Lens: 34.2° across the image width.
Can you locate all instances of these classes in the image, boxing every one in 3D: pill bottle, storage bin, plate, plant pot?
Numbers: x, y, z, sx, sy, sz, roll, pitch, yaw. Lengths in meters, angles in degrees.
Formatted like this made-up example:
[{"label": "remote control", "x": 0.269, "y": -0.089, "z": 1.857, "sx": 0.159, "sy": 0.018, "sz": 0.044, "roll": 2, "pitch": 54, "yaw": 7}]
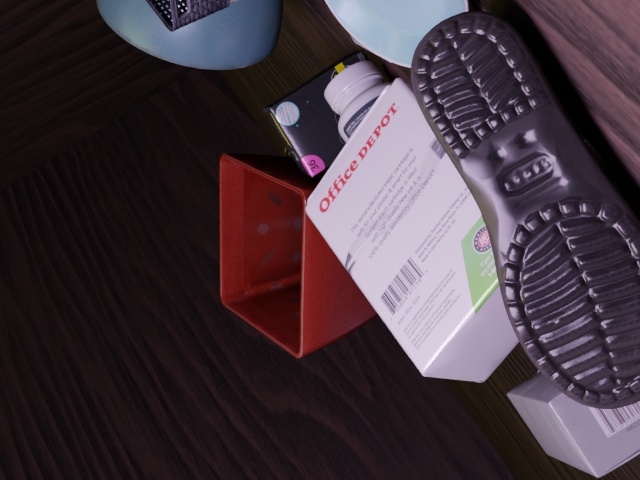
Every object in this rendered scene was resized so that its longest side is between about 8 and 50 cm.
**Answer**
[{"label": "pill bottle", "x": 0.087, "y": -0.147, "z": 1.388, "sx": 0.180, "sy": 0.108, "sz": 0.108, "roll": 56, "pitch": 176, "yaw": 16}, {"label": "storage bin", "x": -0.193, "y": -0.363, "z": 1.279, "sx": 0.180, "sy": 0.084, "sz": 0.122, "roll": 53, "pitch": 160, "yaw": 25}, {"label": "plate", "x": 0.066, "y": -0.247, "z": 0.977, "sx": 0.188, "sy": 0.024, "sz": 0.188, "roll": 34, "pitch": 151, "yaw": 22}, {"label": "plant pot", "x": -0.179, "y": -0.425, "z": 1.576, "sx": 0.290, "sy": 0.290, "sz": 0.195, "roll": 54, "pitch": 139, "yaw": 33}, {"label": "plant pot", "x": 0.000, "y": 0.000, "z": 1.691, "sx": 0.267, "sy": 0.236, "sz": 0.267, "roll": 28, "pitch": 122, "yaw": 52}]

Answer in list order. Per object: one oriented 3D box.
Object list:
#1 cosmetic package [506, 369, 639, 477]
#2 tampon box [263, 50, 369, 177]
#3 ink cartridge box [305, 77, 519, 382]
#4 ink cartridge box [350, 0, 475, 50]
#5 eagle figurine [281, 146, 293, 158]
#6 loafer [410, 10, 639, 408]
[{"label": "cosmetic package", "x": 0.310, "y": 0.187, "z": 1.195, "sx": 0.107, "sy": 0.127, "sz": 0.238, "roll": 57, "pitch": 178, "yaw": 7}, {"label": "tampon box", "x": 0.016, "y": -0.187, "z": 1.540, "sx": 0.120, "sy": 0.161, "sz": 0.101, "roll": 57, "pitch": 176, "yaw": -10}, {"label": "ink cartridge box", "x": 0.129, "y": -0.014, "z": 1.125, "sx": 0.115, "sy": 0.198, "sz": 0.273, "roll": 13, "pitch": -148, "yaw": -43}, {"label": "ink cartridge box", "x": 0.030, "y": -0.317, "z": 1.028, "sx": 0.296, "sy": 0.066, "sz": 0.261, "roll": 59, "pitch": 176, "yaw": -24}, {"label": "eagle figurine", "x": 0.030, "y": -0.076, "z": 1.974, "sx": 0.298, "sy": 0.226, "sz": 0.225, "roll": 48, "pitch": 133, "yaw": 22}, {"label": "loafer", "x": 0.207, "y": -0.032, "z": 0.906, "sx": 0.366, "sy": 0.134, "sz": 0.130, "roll": 66, "pitch": -158, "yaw": -5}]
